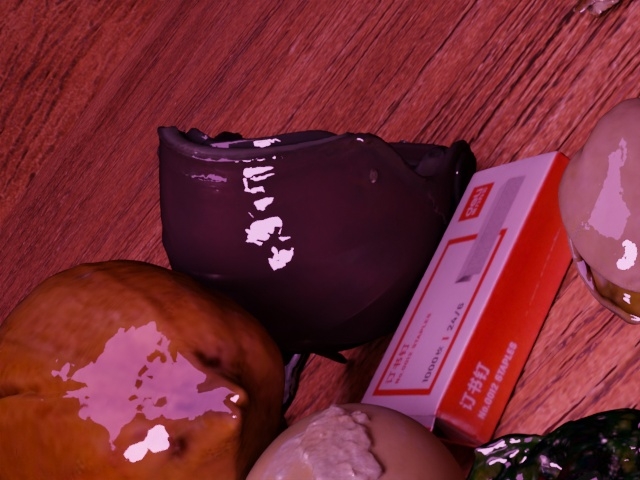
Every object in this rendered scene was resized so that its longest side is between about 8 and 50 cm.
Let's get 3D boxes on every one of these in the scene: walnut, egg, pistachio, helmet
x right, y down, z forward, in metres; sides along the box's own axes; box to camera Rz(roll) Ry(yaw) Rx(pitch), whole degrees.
[{"bbox_3d":[-0.124,0.113,1.113,0.209,0.209,0.336,-62,20,-16],"label":"walnut"},{"bbox_3d":[0.023,0.188,0.994,0.164,0.164,0.201,-46,23,30],"label":"egg"},{"bbox_3d":[0.201,-0.019,0.997,0.113,0.113,0.149,-35,43,48],"label":"pistachio"},{"bbox_3d":[0.000,0.000,1.296,0.225,0.305,0.177,2,90,33],"label":"helmet"}]

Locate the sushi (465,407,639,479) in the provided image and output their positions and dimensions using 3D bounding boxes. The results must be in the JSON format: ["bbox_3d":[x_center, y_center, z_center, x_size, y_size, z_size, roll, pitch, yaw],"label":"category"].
[{"bbox_3d":[0.116,0.179,0.829,0.225,0.127,0.124,-44,23,28],"label":"sushi"}]

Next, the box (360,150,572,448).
[{"bbox_3d":[0.112,0.048,1.176,0.229,0.050,0.123,-62,19,-17],"label":"box"}]

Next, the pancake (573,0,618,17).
[{"bbox_3d":[0.273,-0.299,1.334,0.257,0.056,0.212,-60,18,-10],"label":"pancake"}]

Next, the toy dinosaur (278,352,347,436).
[{"bbox_3d":[-0.070,0.220,1.270,0.207,0.113,0.327,-15,54,8],"label":"toy dinosaur"}]

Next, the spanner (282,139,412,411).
[{"bbox_3d":[0.010,0.037,1.508,0.302,0.017,0.071,-63,19,-16],"label":"spanner"}]
